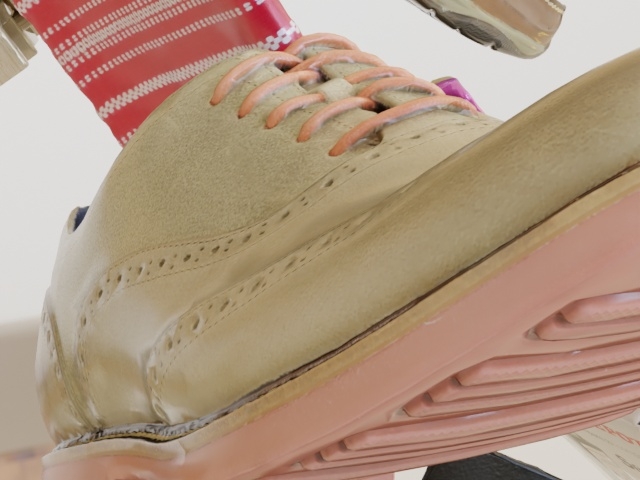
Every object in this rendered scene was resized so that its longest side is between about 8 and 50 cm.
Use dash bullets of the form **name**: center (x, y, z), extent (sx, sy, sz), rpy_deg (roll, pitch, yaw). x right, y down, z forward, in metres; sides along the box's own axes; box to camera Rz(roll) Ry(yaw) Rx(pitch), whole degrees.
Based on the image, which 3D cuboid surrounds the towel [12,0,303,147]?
- **towel**: center (-0.048, -0.055, 0.811), extent (0.031, 0.275, 0.199), rpy_deg (-42, -164, -22)

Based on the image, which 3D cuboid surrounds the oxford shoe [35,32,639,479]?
- **oxford shoe**: center (0.000, 0.000, 0.569), extent (0.140, 0.146, 0.397), rpy_deg (-5, 167, -33)

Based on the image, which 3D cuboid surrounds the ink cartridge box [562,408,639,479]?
- **ink cartridge box**: center (0.257, 0.125, 1.269), extent (0.273, 0.115, 0.198), rpy_deg (42, 170, -28)

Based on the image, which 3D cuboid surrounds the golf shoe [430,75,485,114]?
- **golf shoe**: center (0.024, 0.001, 1.191), extent (0.140, 0.115, 0.306), rpy_deg (-28, -151, 32)

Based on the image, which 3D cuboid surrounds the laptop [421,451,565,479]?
- **laptop**: center (0.120, 0.275, 1.003), extent (0.234, 0.264, 0.136), rpy_deg (24, -170, -23)

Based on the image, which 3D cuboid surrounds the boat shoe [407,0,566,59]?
- **boat shoe**: center (0.053, -0.215, 1.153), extent (0.324, 0.122, 0.120), rpy_deg (29, 97, -46)

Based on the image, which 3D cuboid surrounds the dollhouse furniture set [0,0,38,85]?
- **dollhouse furniture set**: center (-0.164, -0.230, 1.207), extent (0.242, 0.161, 0.212), rpy_deg (-34, -166, 9)
